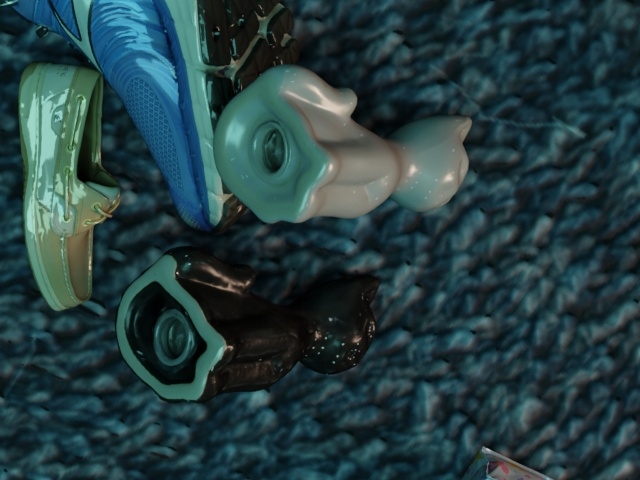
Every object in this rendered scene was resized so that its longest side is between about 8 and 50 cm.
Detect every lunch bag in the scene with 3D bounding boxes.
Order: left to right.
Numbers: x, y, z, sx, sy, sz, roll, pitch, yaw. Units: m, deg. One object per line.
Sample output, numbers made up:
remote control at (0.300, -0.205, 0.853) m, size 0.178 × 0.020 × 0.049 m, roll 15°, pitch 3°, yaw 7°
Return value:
lunch bag at (0.133, 0.194, 1.299) m, size 0.083 × 0.053 × 0.071 m, roll 26°, pitch 110°, yaw -13°

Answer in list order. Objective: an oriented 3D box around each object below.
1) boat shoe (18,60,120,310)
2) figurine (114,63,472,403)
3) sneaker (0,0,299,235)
boat shoe at (-0.162, -0.034, 1.246) m, size 0.059 × 0.063 × 0.170 m, roll 0°, pitch 107°, yaw 12°
figurine at (0.000, 0.000, 1.184) m, size 0.092 × 0.209 × 0.215 m, roll 41°, pitch 111°, yaw 30°
sneaker at (-0.118, -0.157, 1.185) m, size 0.147 × 0.130 × 0.330 m, roll -6°, pitch 113°, yaw 29°
